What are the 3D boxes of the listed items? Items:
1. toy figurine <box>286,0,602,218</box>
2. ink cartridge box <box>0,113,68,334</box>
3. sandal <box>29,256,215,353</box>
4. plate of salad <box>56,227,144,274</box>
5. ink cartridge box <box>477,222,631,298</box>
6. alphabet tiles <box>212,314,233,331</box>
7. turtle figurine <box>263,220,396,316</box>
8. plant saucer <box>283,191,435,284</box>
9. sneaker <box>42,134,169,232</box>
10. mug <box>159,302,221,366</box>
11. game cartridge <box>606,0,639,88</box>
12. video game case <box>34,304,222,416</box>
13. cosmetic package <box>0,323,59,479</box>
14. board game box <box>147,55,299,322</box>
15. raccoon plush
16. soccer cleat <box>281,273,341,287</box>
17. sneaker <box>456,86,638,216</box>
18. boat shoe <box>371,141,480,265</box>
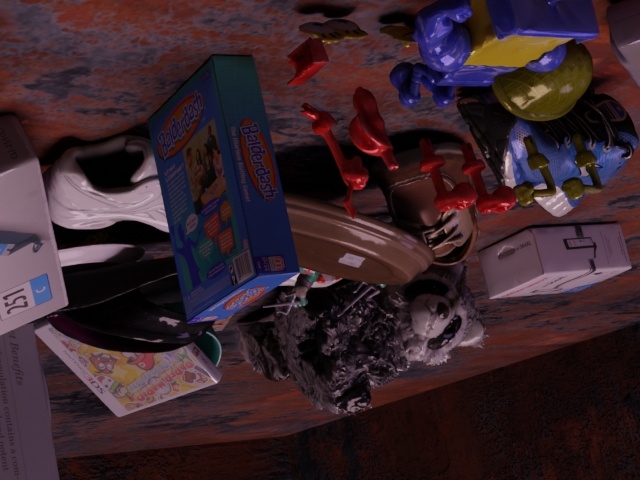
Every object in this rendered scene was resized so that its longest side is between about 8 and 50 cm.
[{"bbox_3d":[0.180,-0.151,1.161,0.363,0.191,0.217,-3,158,-38],"label":"toy figurine"},{"bbox_3d":[-0.392,0.025,1.335,0.261,0.066,0.296,-24,154,-16],"label":"ink cartridge box"},{"bbox_3d":[-0.261,0.094,1.690,0.446,0.107,0.167,-8,170,-18],"label":"sandal"},{"bbox_3d":[-0.319,0.024,1.692,0.200,0.048,0.200,-12,168,-3],"label":"plate of salad"},{"bbox_3d":[0.388,0.035,2.264,0.203,0.086,0.148,-4,164,-33],"label":"ink cartridge box"},{"bbox_3d":[-0.245,0.140,2.305,0.198,0.009,0.237,-8,166,-15],"label":"alphabet tiles"},{"bbox_3d":[0.033,0.027,1.870,0.234,0.118,0.175,-20,-170,-40],"label":"turtle figurine"},{"bbox_3d":[0.000,0.000,1.640,0.278,0.041,0.278,15,168,3],"label":"plant saucer"},{"bbox_3d":[-0.168,-0.063,1.400,0.232,0.090,0.115,-7,162,-24],"label":"sneaker"},{"bbox_3d":[-0.229,0.149,2.150,0.129,0.097,0.157,-1,127,-28],"label":"mug"},{"bbox_3d":[0.432,-0.208,1.396,0.230,0.068,0.355,-13,167,21],"label":"game cartridge"},{"bbox_3d":[-0.294,0.169,2.063,0.227,0.026,0.206,-22,119,35],"label":"video game case"},{"bbox_3d":[-0.599,0.245,1.747,0.327,0.329,0.394,-25,161,39],"label":"cosmetic package"},{"bbox_3d":[-0.095,-0.045,1.273,0.047,0.210,0.160,-5,165,-31],"label":"board game box"},{"bbox_3d":[0.066,0.117,2.291,0.299,0.216,0.446,-21,-160,-25],"label":"raccoon plush"},{"bbox_3d":[-0.054,0.037,1.958,0.196,0.068,0.076,-3,179,-30],"label":"soccer cleat"},{"bbox_3d":[0.263,-0.122,1.516,0.147,0.129,0.330,-33,162,21],"label":"sneaker"},{"bbox_3d":[0.145,-0.039,1.693,0.123,0.116,0.324,-16,166,13],"label":"boat shoe"}]
